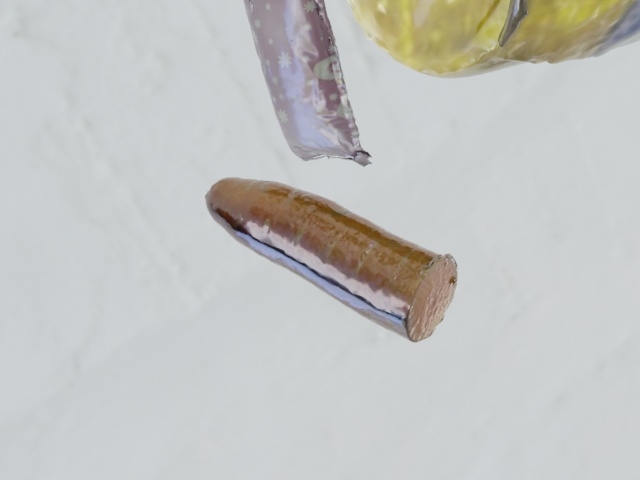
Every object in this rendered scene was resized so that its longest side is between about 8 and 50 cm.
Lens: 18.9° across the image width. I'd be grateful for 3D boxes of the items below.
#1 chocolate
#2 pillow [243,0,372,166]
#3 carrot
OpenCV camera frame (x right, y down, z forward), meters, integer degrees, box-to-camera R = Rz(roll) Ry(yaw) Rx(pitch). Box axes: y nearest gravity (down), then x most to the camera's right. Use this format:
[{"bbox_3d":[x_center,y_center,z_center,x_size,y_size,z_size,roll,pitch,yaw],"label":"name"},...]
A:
[{"bbox_3d":[0.214,-0.195,1.033,0.445,0.162,0.162,-15,-43,-34],"label":"chocolate"},{"bbox_3d":[-0.017,-0.141,1.573,0.043,0.118,0.185,-32,-67,-27],"label":"pillow"},{"bbox_3d":[0.000,0.000,0.955,0.048,0.139,0.048,-45,-28,-33],"label":"carrot"}]
